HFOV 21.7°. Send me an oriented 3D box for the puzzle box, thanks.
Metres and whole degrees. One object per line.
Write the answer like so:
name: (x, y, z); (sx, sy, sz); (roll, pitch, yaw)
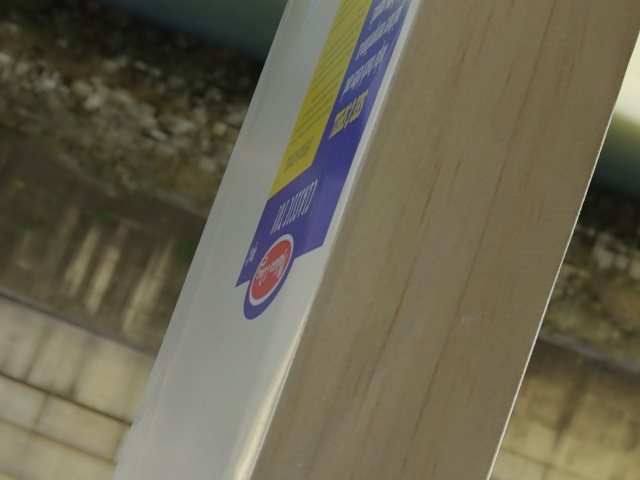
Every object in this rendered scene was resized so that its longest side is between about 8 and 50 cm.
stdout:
puzzle box: (0.000, 0.000, 0.552); (0.052, 0.272, 0.409); (22, 172, -8)
